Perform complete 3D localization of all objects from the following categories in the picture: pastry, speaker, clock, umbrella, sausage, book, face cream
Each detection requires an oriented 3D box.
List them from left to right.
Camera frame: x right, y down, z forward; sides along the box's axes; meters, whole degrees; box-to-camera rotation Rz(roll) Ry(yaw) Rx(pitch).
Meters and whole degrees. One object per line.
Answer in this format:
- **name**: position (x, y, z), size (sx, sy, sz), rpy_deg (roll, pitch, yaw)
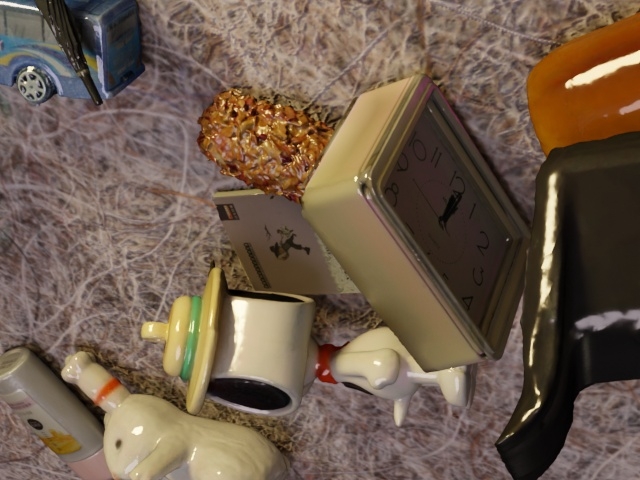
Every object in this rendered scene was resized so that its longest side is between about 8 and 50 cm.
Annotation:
- **umbrella**: position (-0.229, -0.223, 0.742), size (0.044, 0.044, 0.269), rpy_deg (-18, 99, 27)
- **face cream**: position (-0.319, 0.216, 1.197), size (0.084, 0.057, 0.198), rpy_deg (-15, 122, 33)
- **pastry**: position (-0.031, -0.068, 0.814), size (0.169, 0.063, 0.087), rpy_deg (19, 125, 11)
- **book**: position (0.000, 0.000, 0.902), size (0.181, 0.014, 0.127), rpy_deg (-4, 128, 25)
- **clock**: position (0.082, -0.013, 0.764), size (0.071, 0.147, 0.192), rpy_deg (-16, 121, 38)
- **sausage**: position (0.263, -0.114, 0.632), size (0.274, 0.105, 0.105), rpy_deg (-18, 121, 34)
- **speaker**: position (0.297, 0.032, 0.611), size (0.388, 0.184, 0.180), rpy_deg (-9, 154, 15)

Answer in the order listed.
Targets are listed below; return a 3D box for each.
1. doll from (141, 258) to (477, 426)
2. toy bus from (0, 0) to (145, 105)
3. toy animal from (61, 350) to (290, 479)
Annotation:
- **doll**: position (-0.002, 0.095, 0.902), size (0.271, 0.144, 0.208), rpy_deg (-4, 163, 32)
- **toy bus**: position (-0.265, -0.176, 0.820), size (0.236, 0.079, 0.094), rpy_deg (13, 117, 12)
- **toy animal**: position (-0.180, 0.242, 1.107), size (0.282, 0.138, 0.140), rpy_deg (20, 139, 7)
